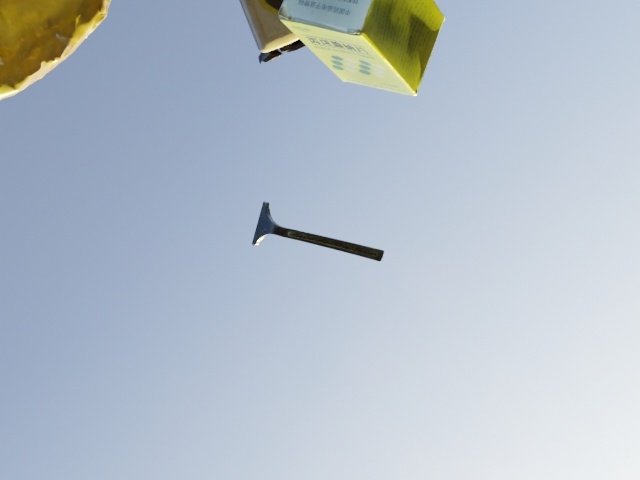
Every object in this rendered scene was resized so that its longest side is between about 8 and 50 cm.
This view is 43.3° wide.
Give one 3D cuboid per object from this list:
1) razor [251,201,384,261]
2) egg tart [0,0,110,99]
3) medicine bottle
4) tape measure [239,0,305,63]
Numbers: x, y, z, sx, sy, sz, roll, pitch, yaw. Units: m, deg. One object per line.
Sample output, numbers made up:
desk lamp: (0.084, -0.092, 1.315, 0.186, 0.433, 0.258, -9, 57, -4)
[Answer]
razor: (0.001, 0.001, 1.156, 0.190, 0.033, 0.066, 15, -79, -13)
egg tart: (-0.193, -0.211, 0.450, 0.294, 0.123, 0.294, -59, -6, -10)
medicine bottle: (0.065, -0.321, 1.167, 0.250, 0.137, 0.141, 23, -91, -63)
tape measure: (-0.035, -0.460, 1.398, 0.231, 0.133, 0.271, -15, -42, 4)
